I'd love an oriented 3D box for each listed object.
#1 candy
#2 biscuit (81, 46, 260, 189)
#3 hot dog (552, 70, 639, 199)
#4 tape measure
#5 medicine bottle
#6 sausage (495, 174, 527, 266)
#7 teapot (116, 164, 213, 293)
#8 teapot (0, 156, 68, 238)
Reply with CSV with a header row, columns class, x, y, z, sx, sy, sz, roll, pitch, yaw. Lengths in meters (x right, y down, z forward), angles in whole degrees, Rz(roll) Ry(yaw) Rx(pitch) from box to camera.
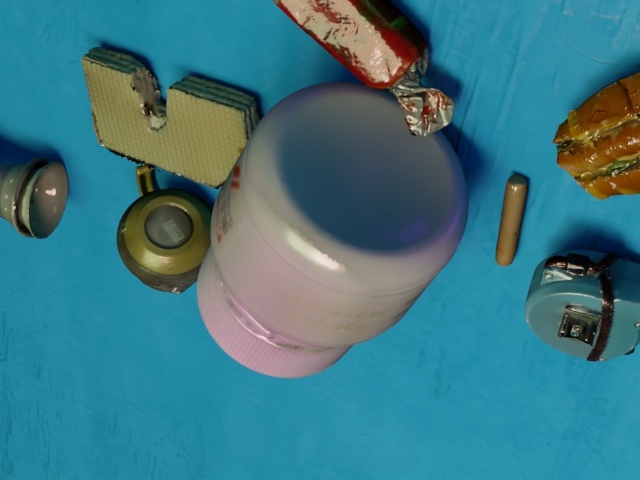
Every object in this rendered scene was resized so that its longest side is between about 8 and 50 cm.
class,x,y,z,sx,sy,sz,roll,pitch,yaw
candy,0.029,-0.222,1.671,0.292,0.059,0.086,45,127,-6
biscuit,-0.172,-0.141,1.971,0.250,0.046,0.147,20,139,29
hot dog,0.316,-0.108,1.523,0.115,0.072,0.269,55,144,-6
tape measure,0.278,0.064,1.731,0.125,0.081,0.146,14,143,7
medicine bottle,0.000,0.000,1.789,0.241,0.241,0.302,39,145,3
sausage,0.202,-0.017,1.768,0.024,0.024,0.132,26,142,20
teapot,-0.195,-0.013,2.086,0.119,0.130,0.165,105,145,-68
teapot,-0.470,-0.078,2.234,0.251,0.183,0.183,13,138,18
